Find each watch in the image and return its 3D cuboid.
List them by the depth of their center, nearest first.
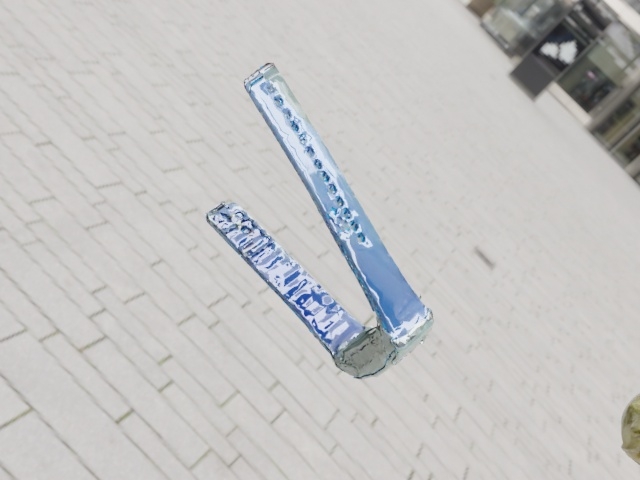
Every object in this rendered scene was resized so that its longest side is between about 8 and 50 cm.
[{"bbox_3d":[0.007,-0.001,0.858,0.068,0.276,0.274,-36,78,-27],"label":"watch"}]

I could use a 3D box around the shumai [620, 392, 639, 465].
[{"bbox_3d":[0.303,0.156,0.653,0.162,0.209,0.153,-3,15,-30],"label":"shumai"}]
